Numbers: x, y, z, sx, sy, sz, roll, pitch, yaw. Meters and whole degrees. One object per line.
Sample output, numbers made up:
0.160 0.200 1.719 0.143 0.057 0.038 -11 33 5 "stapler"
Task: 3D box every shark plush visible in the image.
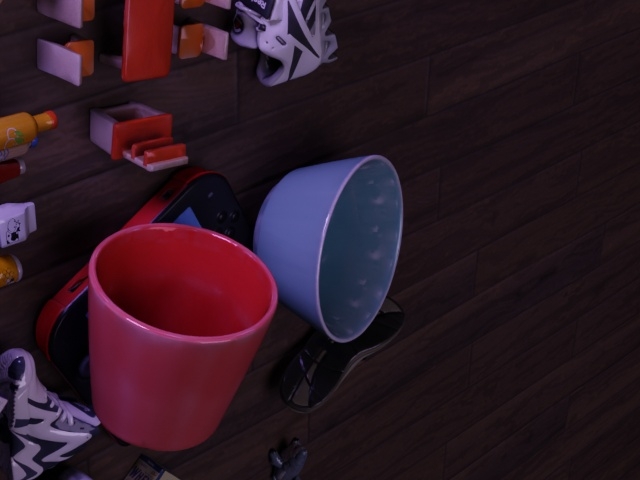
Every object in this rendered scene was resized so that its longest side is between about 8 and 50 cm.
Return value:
-0.061 0.454 2.327 0.073 0.067 0.161 -3 113 -49 "shark plush"

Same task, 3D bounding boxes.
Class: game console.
-0.244 0.104 1.922 0.386 0.060 0.342 -47 139 -19 "game console"

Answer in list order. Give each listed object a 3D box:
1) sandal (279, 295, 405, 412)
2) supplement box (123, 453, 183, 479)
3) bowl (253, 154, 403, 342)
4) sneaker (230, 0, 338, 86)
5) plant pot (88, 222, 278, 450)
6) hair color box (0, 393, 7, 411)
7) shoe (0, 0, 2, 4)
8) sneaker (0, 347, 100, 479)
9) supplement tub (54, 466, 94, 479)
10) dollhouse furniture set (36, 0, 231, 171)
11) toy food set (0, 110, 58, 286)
0.032 0.204 2.277 0.303 0.120 0.086 -41 165 -24 "sandal"
-0.284 0.418 2.058 0.083 0.056 0.083 -55 142 -10 "supplement box"
0.000 0.000 2.023 0.311 0.163 0.312 -38 134 -54 "bowl"
-0.070 -0.353 1.798 0.146 0.122 0.331 -34 141 -15 "sneaker"
-0.213 0.148 1.750 0.275 0.275 0.243 -19 135 -42 "plant pot"
-0.587 0.306 1.605 0.339 0.110 0.185 -60 141 -7 "hair color box"
-0.472 -0.264 1.455 0.219 0.058 0.077 -39 105 -34 "shoe"
-0.390 0.240 1.785 0.153 0.094 0.235 -16 124 -33 "sneaker"
-0.412 0.520 1.859 0.316 0.193 0.194 -50 140 -17 "supplement tub"
-0.237 -0.240 1.666 0.262 0.135 0.259 -18 124 -43 "dollhouse furniture set"
-0.403 -0.062 1.597 0.104 0.111 0.232 -22 124 -40 "toy food set"
